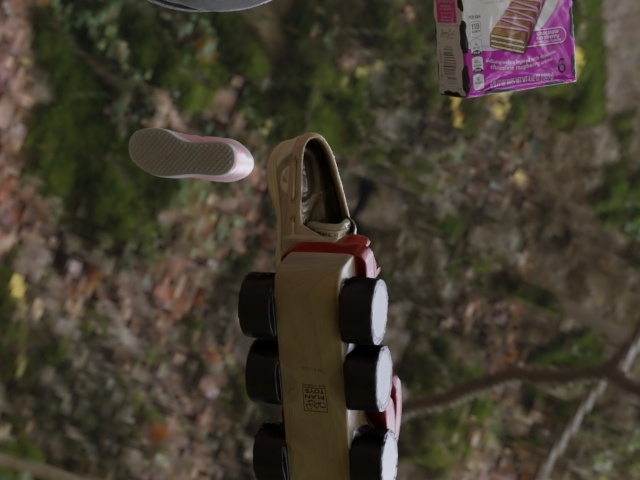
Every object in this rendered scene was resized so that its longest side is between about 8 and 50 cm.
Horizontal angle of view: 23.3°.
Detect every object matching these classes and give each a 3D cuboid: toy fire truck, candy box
[{"bbox_3d":[0.008,0.089,1.406,0.246,0.159,0.217,-49,137,-63],"label":"toy fire truck"},{"bbox_3d":[0.217,-0.295,1.847,0.071,0.159,0.233,17,-65,63],"label":"candy box"}]

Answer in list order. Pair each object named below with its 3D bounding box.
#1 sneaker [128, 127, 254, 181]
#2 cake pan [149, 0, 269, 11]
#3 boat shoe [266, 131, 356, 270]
[{"bbox_3d":[-0.132,-0.087,1.637,0.070,0.134,0.051,4,94,-64],"label":"sneaker"},{"bbox_3d":[-0.085,-0.348,1.494,0.054,0.293,0.293,46,-64,47],"label":"cake pan"},{"bbox_3d":[0.000,0.000,2.165,0.098,0.109,0.302,-17,-98,61],"label":"boat shoe"}]
